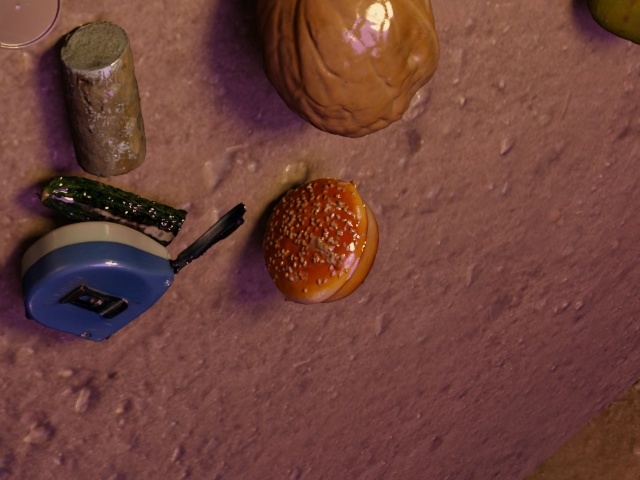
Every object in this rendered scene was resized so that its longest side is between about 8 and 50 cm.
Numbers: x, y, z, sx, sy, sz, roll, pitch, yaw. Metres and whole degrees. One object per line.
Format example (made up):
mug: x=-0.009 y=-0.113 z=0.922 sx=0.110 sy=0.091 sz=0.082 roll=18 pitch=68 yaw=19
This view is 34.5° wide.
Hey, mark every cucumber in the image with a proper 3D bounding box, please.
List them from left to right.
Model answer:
cucumber: x=-0.314 y=-0.047 z=1.565 sx=0.265 sy=0.077 sz=0.077 roll=22 pitch=107 yaw=-44

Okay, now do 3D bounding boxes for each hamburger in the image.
hamburger: x=-0.001 y=0.004 z=1.737 sx=0.147 sy=0.237 sz=0.237 roll=22 pitch=107 yaw=-33

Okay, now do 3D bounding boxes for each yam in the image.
yam: x=-0.301 y=-0.196 z=1.430 sx=0.107 sy=0.107 sz=0.194 roll=-21 pitch=133 yaw=-24

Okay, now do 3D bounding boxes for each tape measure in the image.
tape measure: x=-0.291 y=0.030 z=1.537 sx=0.351 sy=0.098 sz=0.215 roll=-36 pitch=142 yaw=26

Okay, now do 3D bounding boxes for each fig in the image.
fig: x=0.588 y=-0.470 z=1.839 sx=0.203 sy=0.203 sz=0.225 roll=-13 pitch=144 yaw=-30

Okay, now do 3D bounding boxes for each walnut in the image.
walnut: x=0.043 y=-0.303 z=1.502 sx=0.252 sy=0.277 sz=0.313 roll=-15 pitch=153 yaw=17

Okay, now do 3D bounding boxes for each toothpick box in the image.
toothpick box: x=-0.387 y=-0.311 z=1.214 sx=0.111 sy=0.180 sz=0.111 roll=-22 pitch=136 yaw=-23
